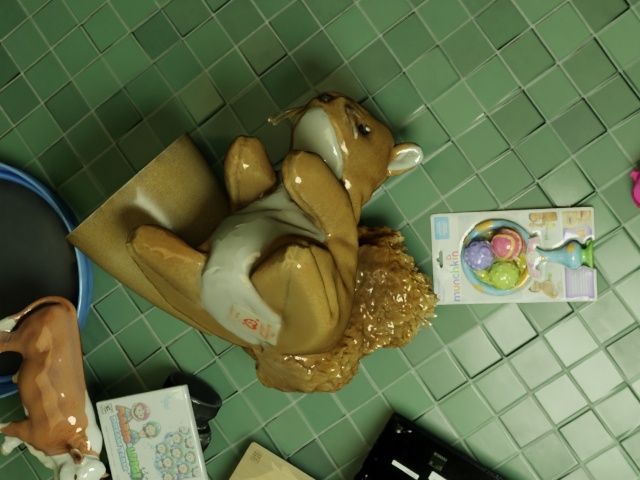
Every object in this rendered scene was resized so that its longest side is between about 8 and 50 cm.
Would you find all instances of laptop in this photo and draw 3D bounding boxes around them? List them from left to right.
[{"bbox_3d":[0.137,0.434,1.601,0.234,0.136,0.264,30,73,9],"label":"laptop"}]

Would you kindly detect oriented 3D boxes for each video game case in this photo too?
[{"bbox_3d":[-0.248,0.301,1.599,0.143,0.019,0.157,-13,90,13],"label":"video game case"}]

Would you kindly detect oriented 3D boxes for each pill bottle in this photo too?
[{"bbox_3d":[-0.244,0.318,1.673,0.123,0.123,0.219,33,100,9],"label":"pill bottle"}]

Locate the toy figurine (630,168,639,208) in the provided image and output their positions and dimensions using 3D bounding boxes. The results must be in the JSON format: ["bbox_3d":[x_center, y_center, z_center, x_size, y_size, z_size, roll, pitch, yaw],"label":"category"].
[{"bbox_3d":[0.507,-0.054,1.499,0.173,0.130,0.159,-25,77,-9],"label":"toy figurine"}]

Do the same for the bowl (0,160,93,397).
[{"bbox_3d":[-0.548,0.061,1.753,0.391,0.077,0.391,1,93,13],"label":"bowl"}]

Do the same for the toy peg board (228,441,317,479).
[{"bbox_3d":[-0.074,0.420,1.674,0.161,0.079,0.160,30,83,9],"label":"toy peg board"}]

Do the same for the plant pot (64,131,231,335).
[{"bbox_3d":[-0.206,0.011,1.615,0.237,0.237,0.254,-39,100,12],"label":"plant pot"}]

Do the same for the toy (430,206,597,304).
[{"bbox_3d":[0.277,0.024,1.573,0.237,0.056,0.137,-2,91,13],"label":"toy"}]

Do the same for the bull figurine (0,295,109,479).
[{"bbox_3d":[-0.418,0.243,1.637,0.188,0.101,0.310,-9,81,14],"label":"bull figurine"}]

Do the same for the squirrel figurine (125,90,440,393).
[{"bbox_3d":[0.000,0.000,1.525,0.281,0.370,0.397,-1,135,37],"label":"squirrel figurine"}]
